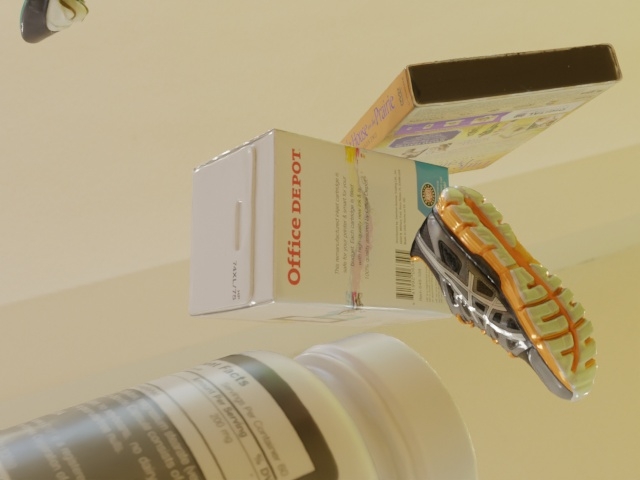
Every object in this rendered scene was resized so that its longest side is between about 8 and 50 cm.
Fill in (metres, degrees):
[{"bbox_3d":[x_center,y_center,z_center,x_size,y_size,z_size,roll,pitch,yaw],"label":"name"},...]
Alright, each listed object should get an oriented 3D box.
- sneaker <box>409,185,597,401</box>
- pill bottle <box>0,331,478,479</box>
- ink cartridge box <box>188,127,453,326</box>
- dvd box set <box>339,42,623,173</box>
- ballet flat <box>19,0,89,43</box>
[{"bbox_3d":[0.160,0.053,0.749,0.084,0.083,0.214,-7,-124,-47],"label":"sneaker"},{"bbox_3d":[-0.069,0.150,0.430,0.283,0.161,0.161,-14,-119,-33],"label":"pill bottle"},{"bbox_3d":[0.000,0.000,1.057,0.270,0.197,0.198,8,-104,-36],"label":"ink cartridge box"},{"bbox_3d":[0.202,-0.173,1.278,0.308,0.420,0.062,-9,-99,-15],"label":"dvd box set"},{"bbox_3d":[-0.307,-0.308,1.020,0.074,0.203,0.074,23,-146,-16],"label":"ballet flat"}]
